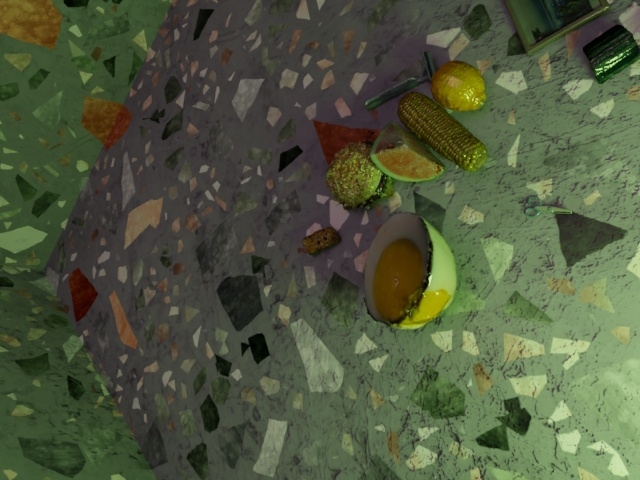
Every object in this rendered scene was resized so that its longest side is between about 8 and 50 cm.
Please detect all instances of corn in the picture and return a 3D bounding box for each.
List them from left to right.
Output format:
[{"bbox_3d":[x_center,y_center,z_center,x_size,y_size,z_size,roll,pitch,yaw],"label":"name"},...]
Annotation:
[{"bbox_3d":[0.360,-0.336,1.527,0.120,0.120,0.363,-50,54,18],"label":"corn"}]

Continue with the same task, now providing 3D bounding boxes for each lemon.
[{"bbox_3d":[0.415,-0.459,1.500,0.187,0.142,0.142,42,106,24],"label":"lemon"}]

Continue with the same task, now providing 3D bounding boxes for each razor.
[{"bbox_3d":[0.266,-0.516,1.689,0.277,0.056,0.111,-24,67,39],"label":"razor"}]

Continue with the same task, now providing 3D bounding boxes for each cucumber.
[{"bbox_3d":[0.750,-0.494,1.307,0.115,0.062,0.116,-32,64,23],"label":"cucumber"}]

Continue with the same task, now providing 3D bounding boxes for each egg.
[{"bbox_3d":[0.278,0.094,1.443,0.337,0.201,0.337,-30,54,54],"label":"egg"}]

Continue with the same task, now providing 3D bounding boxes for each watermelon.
[{"bbox_3d":[0.271,-0.279,1.572,0.128,0.231,0.146,-43,30,46],"label":"watermelon"}]

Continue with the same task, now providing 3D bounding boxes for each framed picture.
[{"bbox_3d":[0.659,-0.723,1.449,0.232,0.024,0.315,-26,64,32],"label":"framed picture"}]

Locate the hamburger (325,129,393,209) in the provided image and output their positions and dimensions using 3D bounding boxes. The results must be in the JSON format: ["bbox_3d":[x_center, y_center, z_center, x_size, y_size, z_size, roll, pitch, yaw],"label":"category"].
[{"bbox_3d":[0.122,-0.230,1.671,0.243,0.138,0.262,-18,70,33],"label":"hamburger"}]

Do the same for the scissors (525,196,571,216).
[{"bbox_3d":[0.613,-0.086,1.347,0.119,0.014,0.058,12,88,42],"label":"scissors"}]

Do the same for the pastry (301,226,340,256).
[{"bbox_3d":[0.000,0.000,1.765,0.140,0.056,0.080,-32,74,25],"label":"pastry"}]

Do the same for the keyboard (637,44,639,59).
[{"bbox_3d":[0.837,-0.529,1.251,0.055,0.014,0.176,9,71,35],"label":"keyboard"}]
